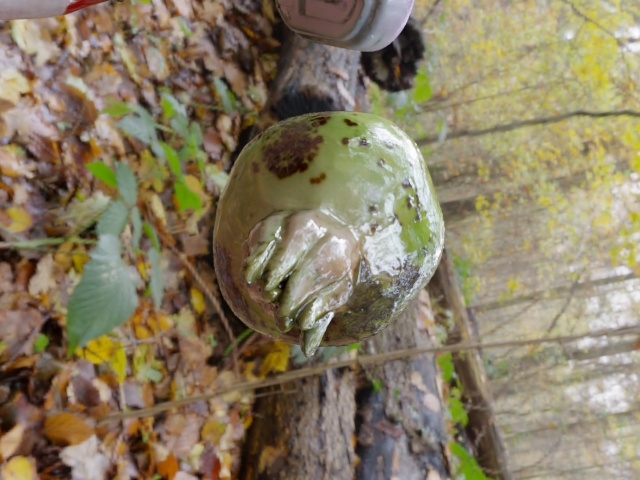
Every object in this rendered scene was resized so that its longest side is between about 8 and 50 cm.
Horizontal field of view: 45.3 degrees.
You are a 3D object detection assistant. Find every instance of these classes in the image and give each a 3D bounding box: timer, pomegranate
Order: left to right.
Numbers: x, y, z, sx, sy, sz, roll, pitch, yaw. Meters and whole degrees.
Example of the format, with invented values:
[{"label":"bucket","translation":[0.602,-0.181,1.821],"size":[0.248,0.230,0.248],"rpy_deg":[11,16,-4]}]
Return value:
[{"label":"pomegranate","translation":[-0.017,-0.003,0.686],"size":[0.277,0.204,0.221],"rpy_deg":[-18,122,-50]},{"label":"timer","translation":[0.021,-0.284,0.701],"size":[0.191,0.069,0.208],"rpy_deg":[32,-61,54]}]

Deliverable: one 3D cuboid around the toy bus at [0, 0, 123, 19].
[{"label":"toy bus","translation":[-0.220,-0.212,0.429],"size":[0.303,0.147,0.127],"rpy_deg":[30,-50,40]}]
